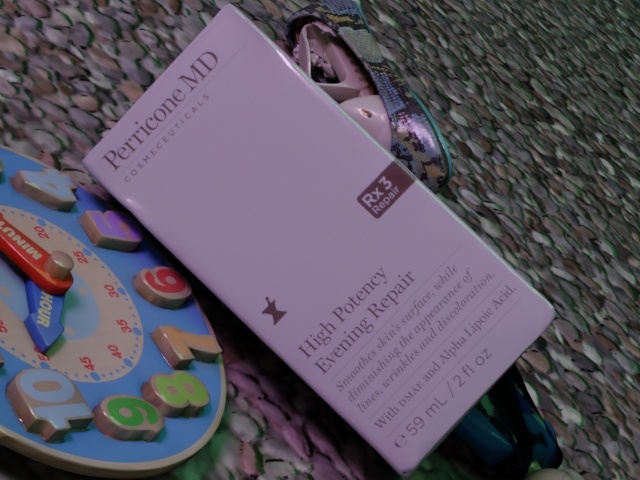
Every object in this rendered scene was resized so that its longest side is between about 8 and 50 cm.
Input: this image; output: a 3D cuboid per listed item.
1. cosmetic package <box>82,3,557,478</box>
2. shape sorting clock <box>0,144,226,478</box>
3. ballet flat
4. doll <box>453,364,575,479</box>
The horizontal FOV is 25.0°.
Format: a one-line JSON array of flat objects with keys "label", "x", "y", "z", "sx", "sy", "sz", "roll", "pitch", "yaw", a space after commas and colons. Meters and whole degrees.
[{"label": "cosmetic package", "x": 0.000, "y": 0.000, "z": 0.748, "sx": 0.231, "sy": 0.117, "sz": 0.085, "roll": 42, "pitch": 0, "yaw": 6}, {"label": "shape sorting clock", "x": -0.127, "y": 0.023, "z": 0.662, "sx": 0.206, "sy": 0.040, "sz": 0.206, "roll": 29, "pitch": 30, "yaw": -19}, {"label": "ballet flat", "x": 0.026, "y": -0.099, "z": 1.018, "sx": 0.070, "sy": 0.070, "sz": 0.188, "roll": 12, "pitch": 37, "yaw": -42}, {"label": "doll", "x": 0.094, "y": 0.086, "z": 0.831, "sx": 0.129, "sy": 0.046, "sz": 0.189, "roll": 17, "pitch": 41, "yaw": -52}]
